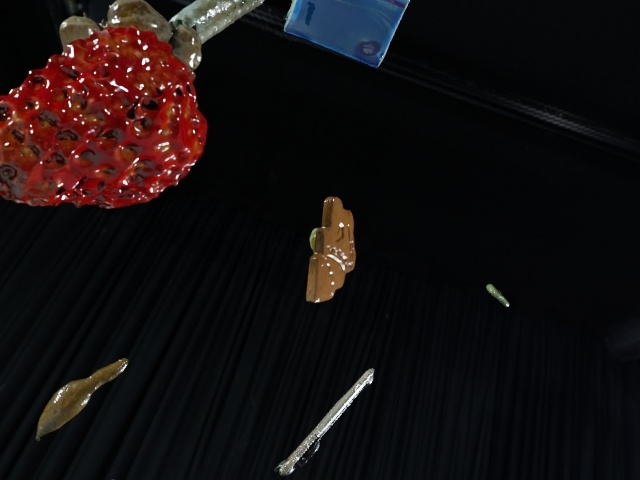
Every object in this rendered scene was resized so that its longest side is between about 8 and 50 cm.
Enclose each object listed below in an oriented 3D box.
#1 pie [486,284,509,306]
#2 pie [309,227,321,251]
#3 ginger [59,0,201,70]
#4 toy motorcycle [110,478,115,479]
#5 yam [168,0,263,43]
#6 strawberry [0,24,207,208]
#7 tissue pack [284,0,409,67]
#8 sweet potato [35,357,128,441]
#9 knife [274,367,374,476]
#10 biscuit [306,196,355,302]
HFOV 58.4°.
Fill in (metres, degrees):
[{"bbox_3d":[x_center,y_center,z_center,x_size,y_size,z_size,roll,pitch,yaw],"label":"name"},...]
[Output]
[{"bbox_3d":[0.497,0.152,1.601,0.084,0.084,0.021,36,-75,-24],"label":"pie"},{"bbox_3d":[0.000,0.000,1.843,0.084,0.084,0.020,34,-17,-22],"label":"pie"},{"bbox_3d":[-0.424,-0.416,1.274,0.304,0.155,0.244,-31,-64,4],"label":"ginger"},{"bbox_3d":[-0.283,0.378,0.647,0.110,0.171,0.260,50,-52,8],"label":"toy motorcycle"},{"bbox_3d":[-0.258,-0.573,1.431,0.093,0.259,0.093,31,-30,21],"label":"yam"},{"bbox_3d":[-0.195,-0.095,0.556,0.111,0.236,0.190,26,-51,21],"label":"strawberry"},{"bbox_3d":[0.064,-0.589,1.457,0.263,0.146,0.198,18,-56,-12],"label":"tissue pack"},{"bbox_3d":[-0.583,0.368,1.373,0.075,0.269,0.075,45,-15,16],"label":"sweet potato"},{"bbox_3d":[0.024,0.451,1.424,0.043,0.365,0.089,44,-30,8],"label":"knife"},{"bbox_3d":[0.034,0.046,1.550,0.043,0.306,0.284,7,-38,23],"label":"biscuit"}]
